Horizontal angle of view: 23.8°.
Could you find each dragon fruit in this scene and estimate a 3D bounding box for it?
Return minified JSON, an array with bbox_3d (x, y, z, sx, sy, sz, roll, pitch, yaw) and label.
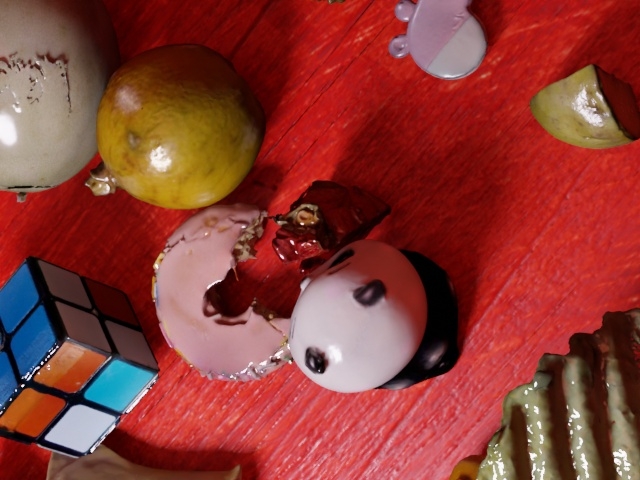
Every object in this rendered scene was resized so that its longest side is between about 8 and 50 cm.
[{"bbox_3d":[-0.012,-0.016,1.874,0.092,0.192,0.122,47,122,10],"label":"dragon fruit"}]

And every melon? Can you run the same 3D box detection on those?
[{"bbox_3d":[-0.396,-0.216,2.001,0.268,0.268,0.330,5,96,24],"label":"melon"}]

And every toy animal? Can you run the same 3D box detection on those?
[{"bbox_3d":[0.059,0.094,1.821,0.165,0.235,0.187,39,105,26],"label":"toy animal"}]

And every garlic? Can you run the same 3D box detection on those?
[{"bbox_3d":[-0.257,0.358,2.031,0.338,0.151,0.196,12,68,31],"label":"garlic"}]

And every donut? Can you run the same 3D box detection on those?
[{"bbox_3d":[-0.118,0.075,1.975,0.199,0.085,0.233,-24,81,22],"label":"donut"}]

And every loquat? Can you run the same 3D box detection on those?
[{"bbox_3d":[-0.193,-0.133,1.936,0.246,0.213,0.213,-36,75,-3],"label":"loquat"}]

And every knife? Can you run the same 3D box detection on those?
[{"bbox_3d":[0.185,-0.396,1.867,0.132,0.038,0.399,16,95,21],"label":"knife"}]

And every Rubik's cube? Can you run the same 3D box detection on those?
[{"bbox_3d":[-0.346,0.156,1.999,0.183,0.180,0.167,-48,46,19],"label":"Rubik's cube"}]

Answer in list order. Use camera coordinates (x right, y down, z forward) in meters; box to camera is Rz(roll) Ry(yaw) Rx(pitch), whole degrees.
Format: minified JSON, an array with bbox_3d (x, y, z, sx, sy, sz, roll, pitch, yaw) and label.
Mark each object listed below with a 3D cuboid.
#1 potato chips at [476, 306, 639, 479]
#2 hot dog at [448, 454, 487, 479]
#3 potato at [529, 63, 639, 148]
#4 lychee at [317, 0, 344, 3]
[{"bbox_3d":[0.362,0.276,1.729,0.373,0.097,0.389,11,92,-2],"label":"potato chips"},{"bbox_3d":[0.201,0.429,1.813,0.158,0.117,0.349,11,95,24],"label":"hot dog"},{"bbox_3d":[0.295,-0.139,1.758,0.120,0.149,0.081,-17,78,26],"label":"potato"},{"bbox_3d":[0.013,-0.409,1.855,0.200,0.200,0.238,11,116,24],"label":"lychee"}]
